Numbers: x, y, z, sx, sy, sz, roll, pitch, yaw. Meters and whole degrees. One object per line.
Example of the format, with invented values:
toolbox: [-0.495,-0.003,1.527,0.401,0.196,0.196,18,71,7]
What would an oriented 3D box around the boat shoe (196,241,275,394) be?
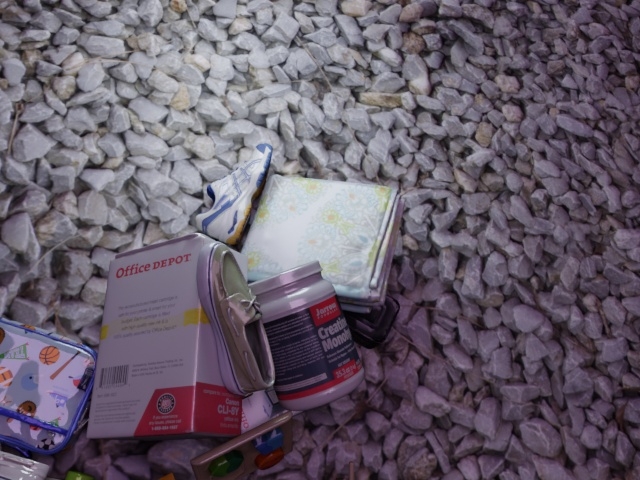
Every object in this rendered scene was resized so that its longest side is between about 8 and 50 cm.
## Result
boat shoe: [-0.154,0.145,1.115,0.109,0.094,0.302,-20,96,-63]

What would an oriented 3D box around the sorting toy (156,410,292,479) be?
sorting toy: [-0.190,0.460,1.163,0.307,0.229,0.041,-22,57,-20]

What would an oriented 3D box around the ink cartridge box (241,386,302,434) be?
ink cartridge box: [-0.118,0.345,1.307,0.191,0.082,0.139,-19,74,-20]

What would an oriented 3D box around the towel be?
towel: [0.000,0.000,1.407,0.374,0.090,0.320,8,60,17]

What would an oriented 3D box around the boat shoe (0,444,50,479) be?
boat shoe: [-0.643,0.416,1.094,0.268,0.096,0.088,13,47,11]

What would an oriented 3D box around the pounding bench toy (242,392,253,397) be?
pounding bench toy: [-0.178,0.302,1.220,0.052,0.083,0.065,-20,74,-17]

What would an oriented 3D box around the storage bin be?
storage bin: [0.088,0.170,1.421,0.180,0.084,0.122,30,66,-1]

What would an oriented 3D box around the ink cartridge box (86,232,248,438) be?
ink cartridge box: [-0.307,0.209,1.203,0.279,0.160,0.384,-12,66,28]

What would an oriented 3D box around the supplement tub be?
supplement tub: [-0.037,0.195,1.208,0.191,0.191,0.272,-20,90,-19]

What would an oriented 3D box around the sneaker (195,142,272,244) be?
sneaker: [-0.215,-0.139,1.461,0.131,0.112,0.296,20,63,1]

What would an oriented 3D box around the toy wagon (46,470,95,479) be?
toy wagon: [-0.609,0.564,1.115,0.344,0.068,0.267,17,66,-6]

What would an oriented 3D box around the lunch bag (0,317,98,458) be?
lunch bag: [-0.610,0.306,1.195,0.303,0.115,0.243,21,68,-3]

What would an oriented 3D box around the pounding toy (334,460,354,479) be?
pounding toy: [0.051,0.573,1.244,0.141,0.100,0.130,-40,82,-23]
